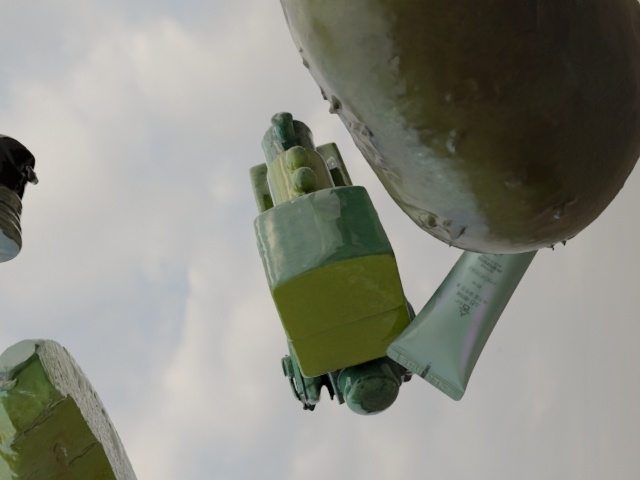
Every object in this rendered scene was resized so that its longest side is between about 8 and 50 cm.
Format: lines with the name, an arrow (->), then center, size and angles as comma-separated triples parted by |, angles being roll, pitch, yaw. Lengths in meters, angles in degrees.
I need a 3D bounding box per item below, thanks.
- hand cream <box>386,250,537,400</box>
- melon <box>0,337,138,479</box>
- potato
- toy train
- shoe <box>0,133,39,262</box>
hand cream -> 0.139, 0.035, 0.822 | 0.205, 0.078, 0.050 | -60, -12, 13
melon -> -0.277, 0.212, 0.971 | 0.196, 0.124, 0.323 | -37, -43, -36
potato -> 0.085, -0.121, 0.578 | 0.307, 0.173, 0.210 | 46, -112, -30
toy train -> 0.000, 0.000, 0.990 | 0.369, 0.150, 0.237 | -109, 2, -51
shoe -> -0.240, -0.045, 0.586 | 0.071, 0.169, 0.099 | 68, -145, -55
